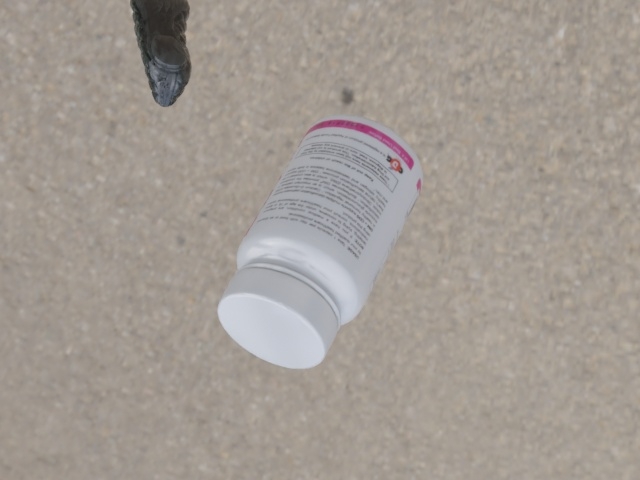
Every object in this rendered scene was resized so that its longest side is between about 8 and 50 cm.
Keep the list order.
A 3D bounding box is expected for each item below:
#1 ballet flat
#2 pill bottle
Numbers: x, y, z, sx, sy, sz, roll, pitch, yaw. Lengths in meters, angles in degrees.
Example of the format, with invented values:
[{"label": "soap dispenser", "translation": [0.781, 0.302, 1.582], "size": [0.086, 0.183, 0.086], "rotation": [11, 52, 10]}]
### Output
[{"label": "ballet flat", "translation": [-0.150, -0.189, 1.154], "size": [0.057, 0.173, 0.049], "rotation": [10, 129, -17]}, {"label": "pill bottle", "translation": [0.000, 0.000, 1.476], "size": [0.160, 0.283, 0.160], "rotation": [19, 145, 14]}]
